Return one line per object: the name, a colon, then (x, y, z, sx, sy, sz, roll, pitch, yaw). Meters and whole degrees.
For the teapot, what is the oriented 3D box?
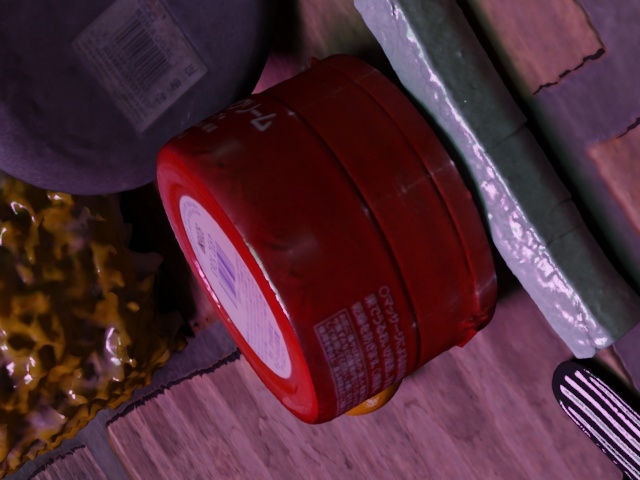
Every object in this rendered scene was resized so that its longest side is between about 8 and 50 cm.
teapot: (-0.158, -0.170, 0.865, 0.285, 0.305, 0.223, 35, 105, 45)

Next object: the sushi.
sushi: (-0.310, 0.025, 1.145, 0.351, 0.240, 0.396, 57, 152, 2)

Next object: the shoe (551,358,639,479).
shoe: (0.178, 0.133, 0.722, 0.159, 0.053, 0.062, 46, 143, 26)

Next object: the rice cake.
rice cake: (0.093, -0.049, 0.696, 0.245, 0.045, 0.042, 60, 149, 0)

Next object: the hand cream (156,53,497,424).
hand cream: (0.000, 0.000, 0.755, 0.193, 0.125, 0.193, 51, 161, 26)

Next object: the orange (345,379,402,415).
orange: (0.019, 0.080, 0.886, 0.083, 0.070, 0.083, 34, 137, 40)
